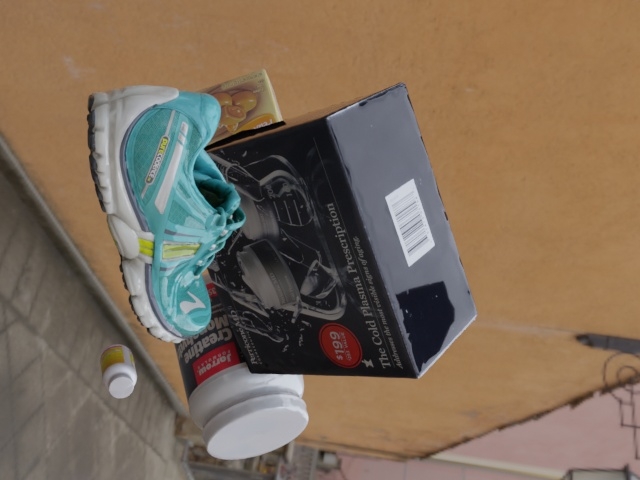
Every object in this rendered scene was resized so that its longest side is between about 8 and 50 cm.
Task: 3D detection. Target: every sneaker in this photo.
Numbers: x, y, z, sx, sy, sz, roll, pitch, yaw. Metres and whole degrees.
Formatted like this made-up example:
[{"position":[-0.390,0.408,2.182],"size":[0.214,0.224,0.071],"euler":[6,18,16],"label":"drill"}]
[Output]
[{"position":[-0.117,-0.008,0.608],"size":[0.275,0.109,0.107],"euler":[90,-10,-48],"label":"sneaker"}]

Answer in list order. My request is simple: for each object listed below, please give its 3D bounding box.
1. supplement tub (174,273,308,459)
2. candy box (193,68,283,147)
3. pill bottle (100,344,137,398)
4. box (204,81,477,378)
[{"position":[-0.139,0.202,1.198],"size":[0.191,0.191,0.272],"euler":[91,-19,-52],"label":"supplement tub"},{"position":[-0.144,-0.147,1.357],"size":[0.087,0.182,0.317],"euler":[58,15,-72],"label":"candy box"},{"position":[-0.264,0.172,0.936],"size":[0.083,0.043,0.044],"euler":[-137,-131,-63],"label":"pill bottle"},{"position":[0.000,0.000,0.990],"size":[0.179,0.312,0.343],"euler":[-33,108,-44],"label":"box"}]
